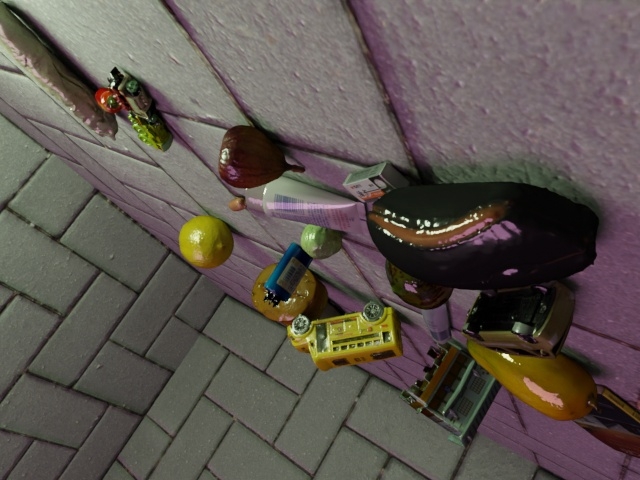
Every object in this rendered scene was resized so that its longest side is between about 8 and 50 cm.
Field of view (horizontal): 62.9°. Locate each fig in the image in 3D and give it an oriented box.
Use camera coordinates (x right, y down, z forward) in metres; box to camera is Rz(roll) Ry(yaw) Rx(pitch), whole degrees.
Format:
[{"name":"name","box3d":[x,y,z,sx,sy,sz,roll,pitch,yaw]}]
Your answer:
[{"name":"fig","box3d":[-0.119,-0.135,0.937,0.153,0.119,0.119,32,169,-40]}]

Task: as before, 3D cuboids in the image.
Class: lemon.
[{"name":"lemon","box3d":[-0.385,0.004,1.754,0.203,0.178,0.178,15,157,45]}]

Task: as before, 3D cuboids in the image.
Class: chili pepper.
[{"name":"chili pepper","box3d":[-0.479,-0.318,1.192,0.059,0.050,0.191,40,175,-35]}]

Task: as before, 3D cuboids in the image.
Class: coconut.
[{"name":"coconut","box3d":[0.000,0.000,1.157,0.087,0.088,0.096,41,158,-27]}]

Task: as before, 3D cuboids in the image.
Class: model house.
[{"name":"model house","box3d":[0.363,0.409,1.443,0.215,0.224,0.198,34,163,11]}]

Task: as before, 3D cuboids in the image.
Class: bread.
[{"name":"bread","box3d":[-0.103,0.171,1.678,0.269,0.196,0.142,15,164,47]}]

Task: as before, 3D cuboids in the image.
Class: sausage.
[{"name":"sausage","box3d":[-0.218,-0.095,1.384,0.034,0.034,0.083,39,163,-20]}]

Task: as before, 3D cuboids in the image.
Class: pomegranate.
[{"name":"pomegranate","box3d":[0.187,0.057,0.879,0.163,0.126,0.138,19,152,40]}]

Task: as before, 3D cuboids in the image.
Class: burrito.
[{"name":"burrito","box3d":[-0.610,-0.384,1.203,0.117,0.076,0.392,57,-177,40]}]

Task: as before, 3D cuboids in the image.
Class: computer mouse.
[{"name":"computer mouse","box3d":[0.191,0.004,0.690,0.182,0.117,0.323,27,166,-34]}]

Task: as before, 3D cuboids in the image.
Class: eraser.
[{"name":"eraser","box3d":[0.084,-0.088,0.817,0.052,0.029,0.122,38,163,-19]}]

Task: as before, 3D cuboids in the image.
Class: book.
[{"name":"book","box3d":[0.677,0.424,1.220,0.373,0.028,0.262,37,163,-12]}]

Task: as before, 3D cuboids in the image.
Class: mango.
[{"name":"mango","box3d":[0.429,0.268,1.084,0.316,0.119,0.176,29,169,47]}]

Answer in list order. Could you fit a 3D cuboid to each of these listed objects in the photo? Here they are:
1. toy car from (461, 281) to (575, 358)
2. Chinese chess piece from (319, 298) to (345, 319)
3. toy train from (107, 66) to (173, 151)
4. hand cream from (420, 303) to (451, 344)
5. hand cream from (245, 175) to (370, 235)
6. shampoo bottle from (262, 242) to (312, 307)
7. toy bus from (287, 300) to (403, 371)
[{"name":"toy car","box3d":[0.341,0.137,0.869,0.124,0.101,0.256,30,166,-6]},{"name":"Chinese chess piece","box3d":[-0.067,0.274,2.003,0.349,0.147,0.349,31,165,9]},{"name":"toy train","box3d":[-0.387,-0.277,1.136,0.085,0.053,0.250,22,163,7]},{"name":"hand cream","box3d":[0.273,0.184,1.248,0.079,0.048,0.255,18,157,28]},{"name":"hand cream","box3d":[-0.022,-0.071,1.021,0.247,0.083,0.133,17,161,16]},{"name":"shampoo bottle","box3d":[-0.096,0.103,1.468,0.087,0.183,0.050,42,161,-33]},{"name":"toy bus","box3d":[0.071,0.292,1.542,0.329,0.152,0.144,-13,148,14]}]
